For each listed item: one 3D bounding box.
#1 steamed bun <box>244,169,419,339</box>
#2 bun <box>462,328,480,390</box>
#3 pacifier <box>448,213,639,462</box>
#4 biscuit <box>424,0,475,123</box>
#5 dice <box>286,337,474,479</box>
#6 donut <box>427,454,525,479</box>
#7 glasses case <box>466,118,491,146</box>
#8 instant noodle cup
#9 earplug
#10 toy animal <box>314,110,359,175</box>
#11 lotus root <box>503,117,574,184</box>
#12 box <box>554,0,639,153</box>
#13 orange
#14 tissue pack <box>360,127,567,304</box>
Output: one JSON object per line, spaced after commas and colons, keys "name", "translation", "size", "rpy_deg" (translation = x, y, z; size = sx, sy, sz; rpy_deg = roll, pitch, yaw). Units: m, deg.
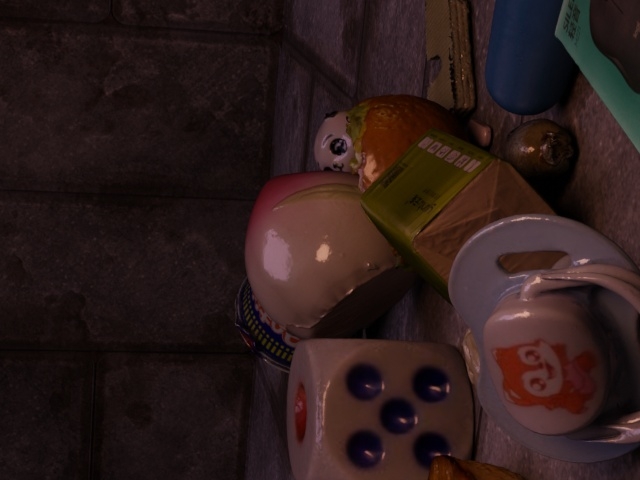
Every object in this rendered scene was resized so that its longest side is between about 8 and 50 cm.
{"name": "steamed bun", "translation": [0.000, 0.000, 2.111], "size": [0.309, 0.309, 0.309], "rpy_deg": [-178, 90, -78]}
{"name": "bun", "translation": [0.239, 0.146, 1.630], "size": [0.183, 0.102, 0.183], "rpy_deg": [-176, 90, -76]}
{"name": "pacifier", "translation": [0.278, 0.086, 1.344], "size": [0.233, 0.244, 0.299], "rpy_deg": [-52, -50, -56]}
{"name": "biscuit", "translation": [0.203, -0.301, 2.003], "size": [0.147, 0.046, 0.250], "rpy_deg": [126, 144, -71]}
{"name": "dice", "translation": [0.089, 0.274, 1.972], "size": [0.259, 0.251, 0.243], "rpy_deg": [144, 128, -75]}
{"name": "donut", "translation": [0.221, 0.428, 1.661], "size": [0.303, 0.110, 0.303], "rpy_deg": [180, 90, -77]}
{"name": "glasses case", "translation": [0.238, -0.161, 1.876], "size": [0.083, 0.021, 0.032], "rpy_deg": [-129, 45, -72]}
{"name": "instant noodle cup", "translation": [0.007, 0.068, 2.420], "size": [0.312, 0.284, 0.284], "rpy_deg": [120, 150, -51]}
{"name": "earplug", "translation": [0.268, -0.273, 1.520], "size": [0.132, 0.132, 0.273], "rpy_deg": [-101, 14, -47]}
{"name": "toy animal", "translation": [0.073, -0.156, 2.318], "size": [0.138, 0.179, 0.166], "rpy_deg": [-80, 10, -47]}
{"name": "lotus root", "translation": [0.271, -0.109, 1.586], "size": [0.165, 0.088, 0.088], "rpy_deg": [113, 158, -84]}
{"name": "box", "translation": [0.339, -0.215, 1.179], "size": [0.311, 0.118, 0.205], "rpy_deg": [-105, 22, -53]}
{"name": "orange", "translation": [0.142, -0.084, 1.871], "size": [0.334, 0.196, 0.262], "rpy_deg": [70, -164, -79]}
{"name": "tissue pack", "translation": [0.189, -0.009, 1.571], "size": [0.167, 0.200, 0.275], "rpy_deg": [-45, 17, 2]}
